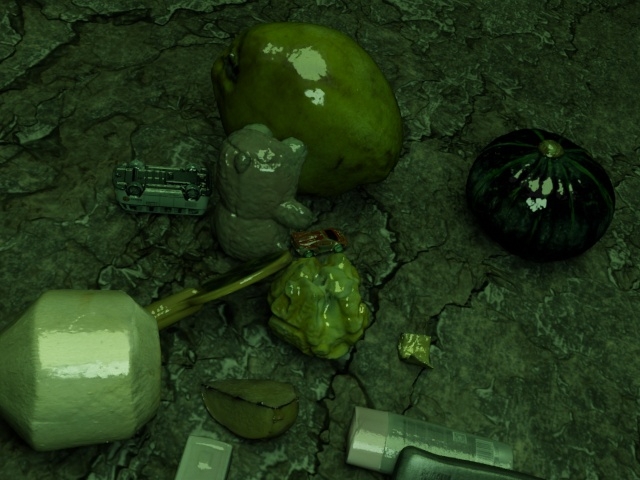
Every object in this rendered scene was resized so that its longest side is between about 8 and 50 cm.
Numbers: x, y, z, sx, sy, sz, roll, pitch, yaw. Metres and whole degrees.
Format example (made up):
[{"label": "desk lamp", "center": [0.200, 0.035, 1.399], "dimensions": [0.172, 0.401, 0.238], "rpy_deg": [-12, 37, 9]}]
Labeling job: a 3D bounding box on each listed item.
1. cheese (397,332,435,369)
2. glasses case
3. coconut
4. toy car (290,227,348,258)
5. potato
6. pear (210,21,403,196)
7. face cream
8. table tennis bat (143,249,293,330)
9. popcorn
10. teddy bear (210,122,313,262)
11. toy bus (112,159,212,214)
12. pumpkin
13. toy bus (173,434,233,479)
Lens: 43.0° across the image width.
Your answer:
[{"label": "cheese", "center": [0.176, 0.210, 1.487], "dimensions": [0.060, 0.041, 0.084], "rpy_deg": [12, 29, -14]}, {"label": "glasses case", "center": [0.266, 0.414, 1.254], "dimensions": [0.323, 0.074, 0.131], "rpy_deg": [13, 83, -2]}, {"label": "coconut", "center": [-0.375, 0.191, 1.217], "dimensions": [0.266, 0.237, 0.237], "rpy_deg": [-5, 49, -16]}, {"label": "toy car", "center": [0.000, 0.000, 1.644], "dimensions": [0.122, 0.035, 0.059], "rpy_deg": [-11, 47, -22]}, {"label": "potato", "center": [-0.106, 0.281, 1.330], "dimensions": [0.172, 0.089, 0.101], "rpy_deg": [6, 13, 35]}, {"label": "pear", "center": [-0.023, -0.272, 1.669], "dimensions": [0.413, 0.352, 0.352], "rpy_deg": [38, 40, -23]}, {"label": "face cream", "center": [0.176, 0.345, 1.333], "dimensions": [0.269, 0.073, 0.107], "rpy_deg": [13, 42, -2]}, {"label": "table tennis bat", "center": [-0.194, 0.092, 1.424], "dimensions": [0.321, 0.198, 0.050], "rpy_deg": [-24, 97, -9]}, {"label": "popcorn", "center": [-0.001, 0.112, 1.444], "dimensions": [0.188, 0.167, 0.185], "rpy_deg": [12, 40, -10]}, {"label": "teddy bear", "center": [-0.118, -0.081, 1.526], "dimensions": [0.236, 0.267, 0.151], "rpy_deg": [27, 44, 28]}, {"label": "toy bus", "center": [-0.315, -0.100, 1.616], "dimensions": [0.194, 0.089, 0.087], "rpy_deg": [3, 45, -13]}, {"label": "pumpkin", "center": [0.471, -0.110, 1.740], "dimensions": [0.315, 0.238, 0.315], "rpy_deg": [4, 48, -5]}, {"label": "toy bus", "center": [-0.188, 0.411, 1.147], "dimensions": [0.092, 0.106, 0.268], "rpy_deg": [13, 45, 0]}]
